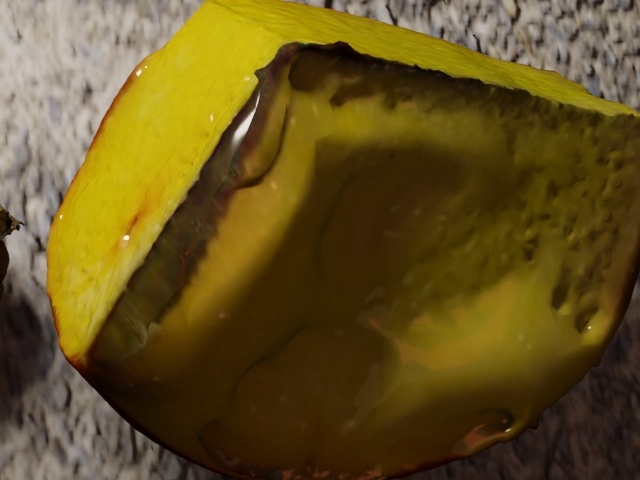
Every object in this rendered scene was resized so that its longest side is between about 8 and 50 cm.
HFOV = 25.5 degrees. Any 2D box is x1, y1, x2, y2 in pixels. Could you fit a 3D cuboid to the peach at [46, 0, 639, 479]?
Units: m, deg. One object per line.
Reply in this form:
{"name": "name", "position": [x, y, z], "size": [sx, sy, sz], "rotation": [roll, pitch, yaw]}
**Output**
{"name": "peach", "position": [0.000, 0.000, 0.944], "size": [0.380, 0.242, 0.306], "rotation": [1, 102, -30]}

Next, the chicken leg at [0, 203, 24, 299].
{"name": "chicken leg", "position": [-0.259, -0.015, 0.938], "size": [0.125, 0.080, 0.196], "rotation": [8, 76, -5]}
